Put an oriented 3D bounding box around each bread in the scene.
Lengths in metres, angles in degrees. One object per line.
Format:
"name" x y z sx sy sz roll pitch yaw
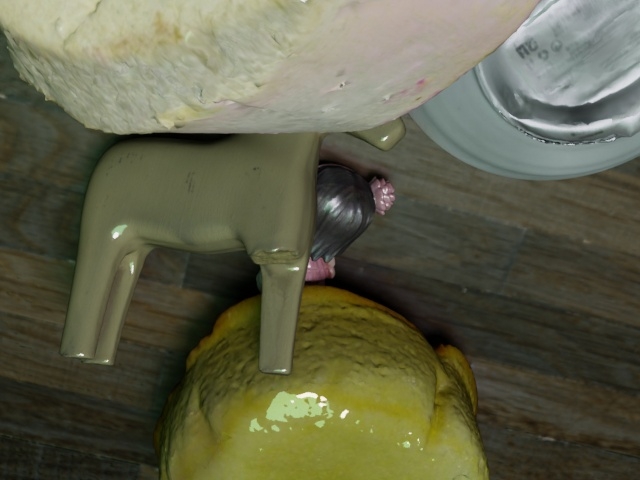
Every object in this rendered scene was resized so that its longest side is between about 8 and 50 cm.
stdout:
"bread" -0.002 0.167 0.783 0.269 0.148 0.270 -2 122 -3

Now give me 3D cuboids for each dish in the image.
"dish" 0.169 -0.143 0.662 0.260 0.085 0.260 0 118 0

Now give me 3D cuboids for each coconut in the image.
"coconut" -0.022 -0.199 0.521 0.297 0.309 0.298 3 98 26

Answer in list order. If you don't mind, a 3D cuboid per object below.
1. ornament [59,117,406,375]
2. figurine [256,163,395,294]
"ornament" -0.058 -0.029 0.698 0.230 0.061 0.245 2 76 18
"figurine" 0.000 0.000 0.754 0.072 0.054 0.129 23 117 -16
